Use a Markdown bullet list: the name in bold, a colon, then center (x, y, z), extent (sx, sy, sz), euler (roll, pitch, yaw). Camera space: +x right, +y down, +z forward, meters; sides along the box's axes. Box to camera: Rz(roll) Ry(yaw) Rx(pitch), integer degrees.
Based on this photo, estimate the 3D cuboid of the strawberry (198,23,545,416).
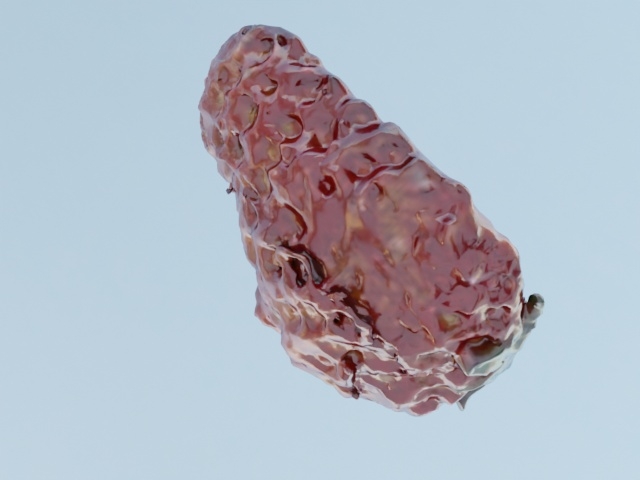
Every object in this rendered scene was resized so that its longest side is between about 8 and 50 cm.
- **strawberry**: center (0.000, 0.000, 0.927), extent (0.111, 0.190, 0.236), euler (-41, -98, -14)
